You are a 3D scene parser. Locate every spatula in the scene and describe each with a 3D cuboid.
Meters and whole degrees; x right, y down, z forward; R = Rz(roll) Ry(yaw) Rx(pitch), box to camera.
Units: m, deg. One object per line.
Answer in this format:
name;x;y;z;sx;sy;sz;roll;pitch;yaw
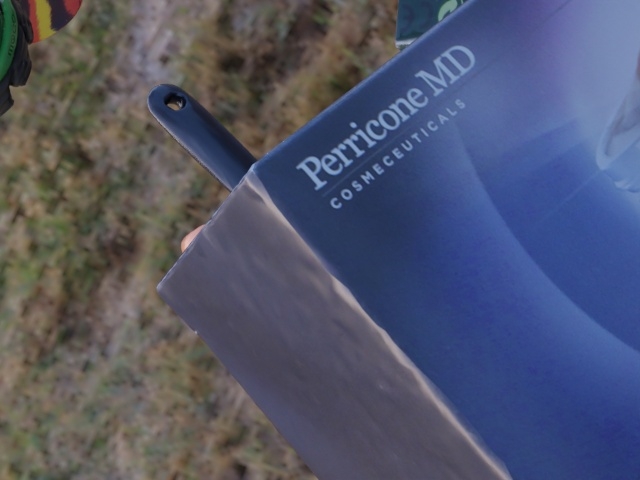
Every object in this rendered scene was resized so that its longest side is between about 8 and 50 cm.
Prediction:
spatula;0.000;0.000;1.046;0.084;0.296;0.030;-43;-14;-29

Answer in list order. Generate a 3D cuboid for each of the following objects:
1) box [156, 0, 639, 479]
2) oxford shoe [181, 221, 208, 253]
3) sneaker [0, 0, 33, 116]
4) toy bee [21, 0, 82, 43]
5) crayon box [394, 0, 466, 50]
box;0.138;0.025;0.768;0.296;0.294;0.183;-40;-4;-26
oxford shoe;0.034;0.007;1.414;0.363;0.130;0.133;-25;75;43
sneaker;-0.335;-0.137;0.885;0.343;0.146;0.134;2;82;4
toy bee;-0.293;-0.204;1.007;0.162;0.298;0.195;-35;25;11
crayon box;0.230;-0.143;1.177;0.202;0.318;0.081;-3;79;43
